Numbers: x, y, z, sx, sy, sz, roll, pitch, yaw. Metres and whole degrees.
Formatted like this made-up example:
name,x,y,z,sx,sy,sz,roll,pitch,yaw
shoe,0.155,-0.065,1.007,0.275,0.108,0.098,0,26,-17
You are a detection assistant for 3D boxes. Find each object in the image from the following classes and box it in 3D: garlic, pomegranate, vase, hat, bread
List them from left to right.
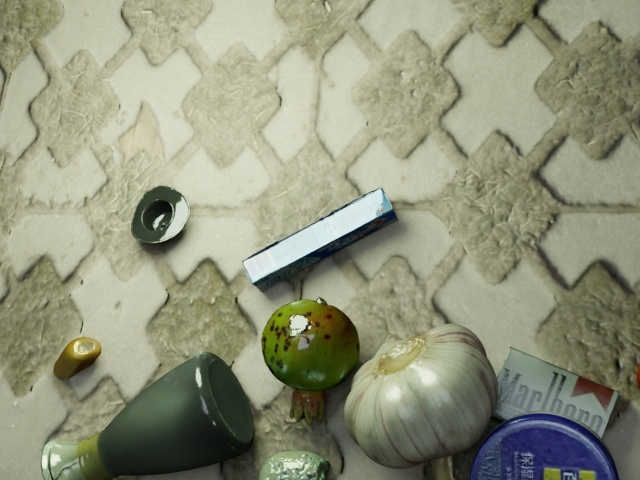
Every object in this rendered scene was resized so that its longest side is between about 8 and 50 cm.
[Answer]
name,x,y,z,sx,sy,sz,roll,pitch,yaw
bread,-0.431,0.205,1.520,0.062,0.103,0.049,-17,74,-40
vase,-0.282,0.319,1.387,0.321,0.173,0.173,-26,67,11
hat,-0.286,-0.041,1.564,0.121,0.050,0.121,-5,72,17
bread,-0.067,0.438,1.337,0.232,0.064,0.172,-40,65,-1
pomegranate,-0.018,0.190,1.374,0.159,0.159,0.205,5,97,15
garlic,0.162,0.275,1.283,0.245,0.245,0.253,-22,103,6

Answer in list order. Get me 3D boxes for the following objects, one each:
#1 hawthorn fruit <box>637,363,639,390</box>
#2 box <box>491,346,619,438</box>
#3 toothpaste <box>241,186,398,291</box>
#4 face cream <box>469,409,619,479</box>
name,x,y,z,sx,sy,sz,roll,pitch,yaw
hawthorn fruit,0.585,0.207,1.195,0.243,0.207,0.207,42,85,18
box,0.351,0.248,1.315,0.178,0.036,0.115,21,77,20
toothpaste,0.000,0.000,1.471,0.272,0.066,0.053,-28,67,3
face cream,0.322,0.348,1.230,0.206,0.111,0.205,-1,87,19
